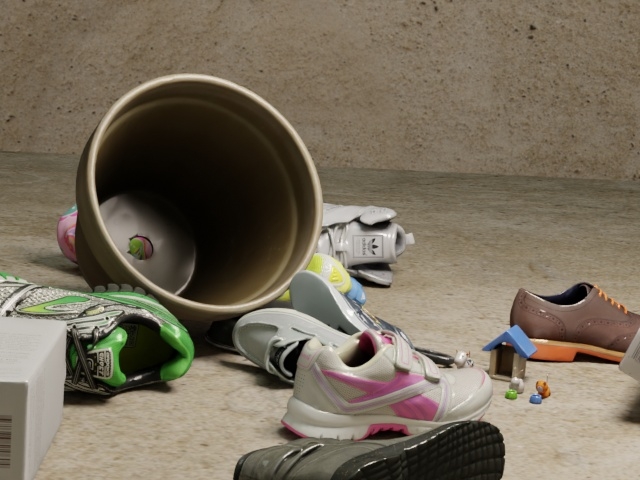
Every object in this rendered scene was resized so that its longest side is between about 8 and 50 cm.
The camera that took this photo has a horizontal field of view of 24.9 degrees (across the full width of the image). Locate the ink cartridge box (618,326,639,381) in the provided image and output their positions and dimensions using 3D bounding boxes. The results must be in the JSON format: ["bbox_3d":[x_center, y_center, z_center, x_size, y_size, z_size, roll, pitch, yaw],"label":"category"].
[{"bbox_3d":[0.491,0.139,1.800,0.176,0.069,0.371,29,16,15],"label":"ink cartridge box"}]

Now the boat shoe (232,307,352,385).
[{"bbox_3d":[-0.023,0.134,1.734,0.227,0.079,0.081,14,10,32],"label":"boat shoe"}]

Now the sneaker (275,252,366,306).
[{"bbox_3d":[-0.029,0.079,2.089,0.126,0.091,0.240,33,-20,-33],"label":"sneaker"}]

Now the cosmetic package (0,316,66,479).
[{"bbox_3d":[-0.306,0.157,1.412,0.085,0.117,0.231,4,9,-3],"label":"cosmetic package"}]

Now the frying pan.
[{"bbox_3d":[-0.008,0.126,1.895,0.326,0.053,0.197,9,12,41],"label":"frying pan"}]

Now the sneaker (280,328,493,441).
[{"bbox_3d":[0.081,0.152,1.582,0.252,0.111,0.103,-2,12,-28],"label":"sneaker"}]

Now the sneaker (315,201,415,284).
[{"bbox_3d":[0.000,0.000,2.308,0.210,0.137,0.366,6,7,27],"label":"sneaker"}]

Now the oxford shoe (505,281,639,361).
[{"bbox_3d":[0.387,0.109,1.960,0.271,0.098,0.097,1,10,-16],"label":"oxford shoe"}]

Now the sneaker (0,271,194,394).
[{"bbox_3d":[-0.298,0.108,1.627,0.343,0.134,0.146,-3,13,-35],"label":"sneaker"}]

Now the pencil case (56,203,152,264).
[{"bbox_3d":[-0.283,0.006,2.233,0.124,0.124,0.284,-6,13,-43],"label":"pencil case"}]

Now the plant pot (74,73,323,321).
[{"bbox_3d":[-0.198,-0.024,1.949,0.323,0.323,0.280,-2,-16,-27],"label":"plant pot"}]

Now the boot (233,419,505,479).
[{"bbox_3d":[0.048,0.208,1.377,0.246,0.083,0.161,-4,7,-43],"label":"boot"}]

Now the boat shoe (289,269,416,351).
[{"bbox_3d":[0.040,0.108,1.826,0.183,0.065,0.083,46,23,24],"label":"boat shoe"}]

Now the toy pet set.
[{"bbox_3d":[0.232,0.147,1.790,0.122,0.065,0.114,9,12,24],"label":"toy pet set"}]
